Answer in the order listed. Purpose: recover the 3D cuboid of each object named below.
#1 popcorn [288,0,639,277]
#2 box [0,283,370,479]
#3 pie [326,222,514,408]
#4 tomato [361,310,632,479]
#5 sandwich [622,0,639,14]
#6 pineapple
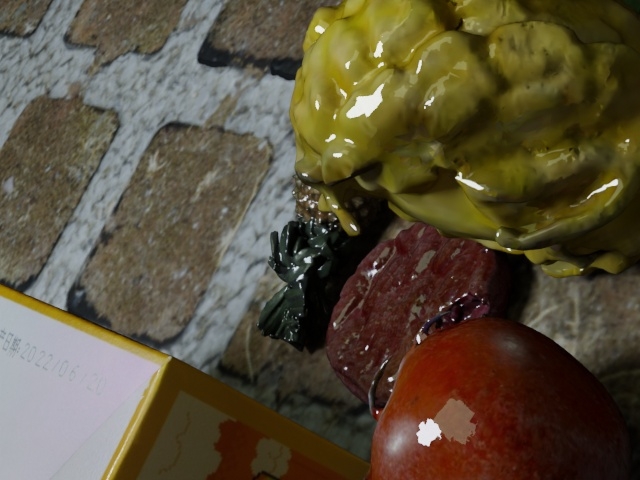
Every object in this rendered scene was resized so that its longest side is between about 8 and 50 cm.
[{"bbox_3d":[0.111,-0.073,1.152,0.250,0.250,0.190,-12,67,45],"label":"popcorn"},{"bbox_3d":[-0.152,0.199,1.274,0.283,0.214,0.260,16,78,55],"label":"box"},{"bbox_3d":[0.066,0.049,1.289,0.153,0.038,0.154,-33,38,31],"label":"pie"},{"bbox_3d":[0.103,0.125,1.094,0.167,0.167,0.167,-30,43,32],"label":"tomato"},{"bbox_3d":[0.174,-0.193,1.320,0.074,0.074,0.116,-45,36,14],"label":"sandwich"},{"bbox_3d":[0.000,0.000,1.382,0.074,0.074,0.159,10,76,52],"label":"pineapple"}]
